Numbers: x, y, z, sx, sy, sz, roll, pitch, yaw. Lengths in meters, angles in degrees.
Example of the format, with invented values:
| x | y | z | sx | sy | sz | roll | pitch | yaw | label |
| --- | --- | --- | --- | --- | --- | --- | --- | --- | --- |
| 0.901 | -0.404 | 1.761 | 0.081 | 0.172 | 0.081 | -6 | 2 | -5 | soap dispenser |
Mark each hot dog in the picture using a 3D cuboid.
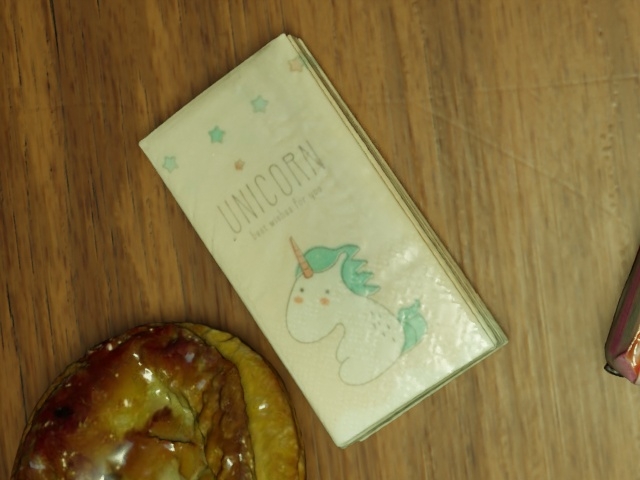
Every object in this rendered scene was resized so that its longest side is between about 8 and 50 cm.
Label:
| x | y | z | sx | sy | sz | roll | pitch | yaw | label |
| --- | --- | --- | --- | --- | --- | --- | --- | --- | --- |
| -0.129 | 0.264 | 1.053 | 0.267 | 0.174 | 0.387 | 1 | 91 | 18 | hot dog |

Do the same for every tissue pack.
| x | y | z | sx | sy | sz | roll | pitch | yaw | label |
| --- | --- | --- | --- | --- | --- | --- | --- | --- | --- |
| 0.000 | 0.000 | 1.070 | 0.170 | 0.071 | 0.325 | -37 | 80 | 14 | tissue pack |

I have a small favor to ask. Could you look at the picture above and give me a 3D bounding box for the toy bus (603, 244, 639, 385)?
| x | y | z | sx | sy | sz | roll | pitch | yaw | label |
| --- | --- | --- | --- | --- | --- | --- | --- | --- | --- |
| 0.322 | -0.016 | 0.947 | 0.127 | 0.147 | 0.302 | 20 | 96 | 9 | toy bus |
